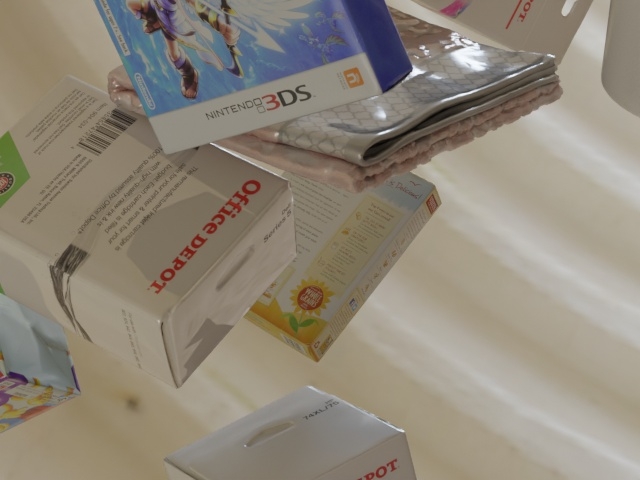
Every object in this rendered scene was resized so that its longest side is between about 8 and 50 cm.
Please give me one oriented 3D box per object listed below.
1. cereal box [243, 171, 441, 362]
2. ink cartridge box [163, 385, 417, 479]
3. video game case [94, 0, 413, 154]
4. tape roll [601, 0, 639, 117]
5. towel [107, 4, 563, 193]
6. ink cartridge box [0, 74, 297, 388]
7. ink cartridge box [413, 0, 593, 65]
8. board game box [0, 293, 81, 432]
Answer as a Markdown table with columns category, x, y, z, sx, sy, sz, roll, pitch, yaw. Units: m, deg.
| category | x | y | z | sx | sy | sz | roll | pitch | yaw |
| --- | --- | --- | --- | --- | --- | --- | --- | --- | --- |
| cereal box | 0.000 | 0.000 | 1.952 | 0.240 | 0.173 | 0.047 | -50 | -31 | -15 |
| ink cartridge box | -0.011 | 0.331 | 1.842 | 0.198 | 0.197 | 0.270 | -25 | -67 | -26 |
| video game case | -0.082 | -0.223 | 1.429 | 0.061 | 0.244 | 0.270 | -42 | -67 | -50 |
| tape roll | 0.363 | -0.199 | 1.436 | 0.246 | 0.246 | 0.169 | -42 | -39 | -54 |
| towel | 0.018 | -0.157 | 1.654 | 0.331 | 0.317 | 0.053 | -26 | -52 | -43 |
| ink cartridge box | -0.186 | -0.012 | 1.617 | 0.198 | 0.272 | 0.115 | -49 | -28 | -30 |
| ink cartridge box | 0.182 | -0.363 | 2.049 | 0.353 | 0.119 | 0.207 | 21 | -81 | -40 |
| board game box | -0.419 | 0.146 | 1.833 | 0.144 | 0.275 | 0.142 | 27 | -140 | -62 |
